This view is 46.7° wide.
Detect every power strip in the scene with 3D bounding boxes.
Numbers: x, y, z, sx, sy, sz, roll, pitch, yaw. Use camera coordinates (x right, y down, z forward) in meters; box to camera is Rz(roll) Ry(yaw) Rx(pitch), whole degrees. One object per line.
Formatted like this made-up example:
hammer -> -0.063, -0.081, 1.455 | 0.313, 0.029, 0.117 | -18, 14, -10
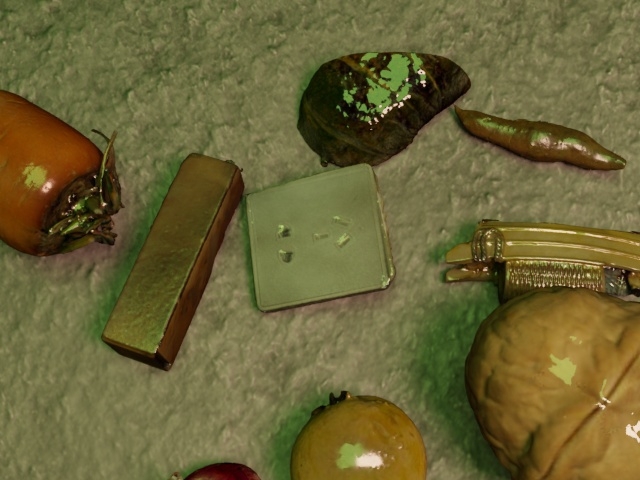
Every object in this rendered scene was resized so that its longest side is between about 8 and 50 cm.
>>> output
power strip -> 0.000, 0.000, 1.093 | 0.213, 0.064, 0.198 | -12, 69, 13

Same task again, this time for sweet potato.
sweet potato -> 0.331, -0.157, 1.142 | 0.274, 0.067, 0.067 | 19, 70, 11

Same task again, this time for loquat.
loquat -> 0.051, 0.288, 0.929 | 0.172, 0.149, 0.204 | -24, 80, -11

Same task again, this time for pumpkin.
pumpkin -> 0.099, -0.199, 1.148 | 0.279, 0.111, 0.163 | 3, 73, 3

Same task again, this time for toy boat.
toy boat -> 0.331, 0.042, 1.044 | 0.310, 0.089, 0.115 | 6, 59, 6

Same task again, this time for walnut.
walnut -> 0.309, 0.187, 0.870 | 0.252, 0.313, 0.277 | -23, 75, 11

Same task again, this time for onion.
onion -> -0.142, 0.329, 0.917 | 0.150, 0.140, 0.150 | -13, 37, 11

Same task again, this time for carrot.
carrot -> -0.407, -0.086, 1.080 | 0.331, 0.193, 0.214 | 36, 51, 21

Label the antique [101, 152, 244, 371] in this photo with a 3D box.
antique -> -0.204, 0.025, 1.077 | 0.087, 0.093, 0.310 | 17, 70, 9
